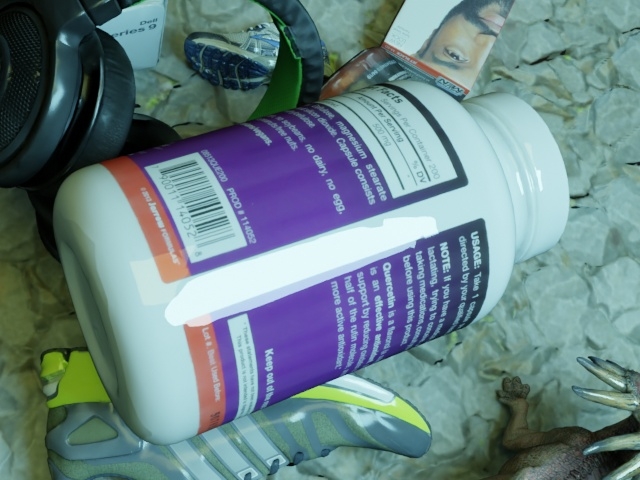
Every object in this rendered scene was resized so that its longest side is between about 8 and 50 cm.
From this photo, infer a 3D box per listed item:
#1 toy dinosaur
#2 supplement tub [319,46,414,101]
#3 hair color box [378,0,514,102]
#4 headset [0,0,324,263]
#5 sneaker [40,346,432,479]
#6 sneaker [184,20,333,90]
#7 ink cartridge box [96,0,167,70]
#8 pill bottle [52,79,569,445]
[{"bbox_3d":[0.167,0.189,0.710,0.127,0.200,0.295,46,70,4],"label":"toy dinosaur"},{"bbox_3d":[0.078,-0.061,0.819,0.106,0.106,0.198,-40,86,-20],"label":"supplement tub"},{"bbox_3d":[0.125,-0.216,0.905,0.093,0.053,0.167,28,70,-4],"label":"hair color box"},{"bbox_3d":[-0.191,-0.084,0.717,0.394,0.243,0.185,-33,57,-2],"label":"headset"},{"bbox_3d":[-0.064,0.151,0.732,0.299,0.111,0.121,5,80,-4],"label":"sneaker"},{"bbox_3d":[-0.054,-0.167,0.857,0.135,0.052,0.058,10,61,-17],"label":"sneaker"},{"bbox_3d":[-0.269,-0.271,0.796,0.211,0.121,0.289,-16,77,-17],"label":"ink cartridge box"},{"bbox_3d":[0.000,0.000,0.649,0.322,0.181,0.182,-18,78,-21],"label":"pill bottle"}]
